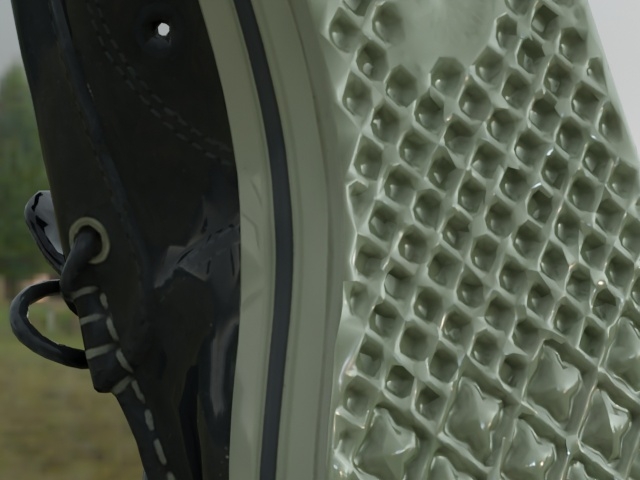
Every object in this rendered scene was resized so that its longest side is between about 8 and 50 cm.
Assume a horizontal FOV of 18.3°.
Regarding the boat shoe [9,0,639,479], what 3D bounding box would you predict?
[{"bbox_3d":[0.000,0.000,0.650,0.186,0.500,0.156,-14,3,-39],"label":"boat shoe"}]
